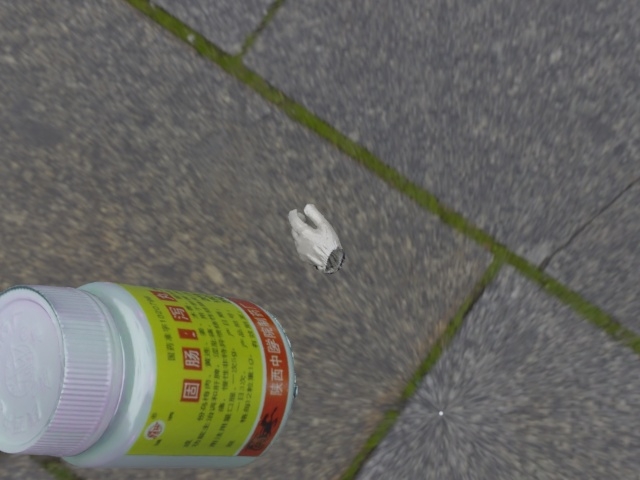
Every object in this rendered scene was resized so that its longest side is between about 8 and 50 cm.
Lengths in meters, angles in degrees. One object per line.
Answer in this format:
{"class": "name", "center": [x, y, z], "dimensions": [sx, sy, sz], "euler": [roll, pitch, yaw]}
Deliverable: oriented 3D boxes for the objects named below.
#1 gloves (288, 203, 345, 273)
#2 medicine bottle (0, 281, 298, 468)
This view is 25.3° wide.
{"class": "gloves", "center": [-0.002, -0.001, 1.196], "dimensions": [0.081, 0.037, 0.044], "euler": [48, 122, 47]}
{"class": "medicine bottle", "center": [-0.139, 0.104, 1.082], "dimensions": [0.139, 0.225, 0.139], "euler": [-9, 77, 43]}
